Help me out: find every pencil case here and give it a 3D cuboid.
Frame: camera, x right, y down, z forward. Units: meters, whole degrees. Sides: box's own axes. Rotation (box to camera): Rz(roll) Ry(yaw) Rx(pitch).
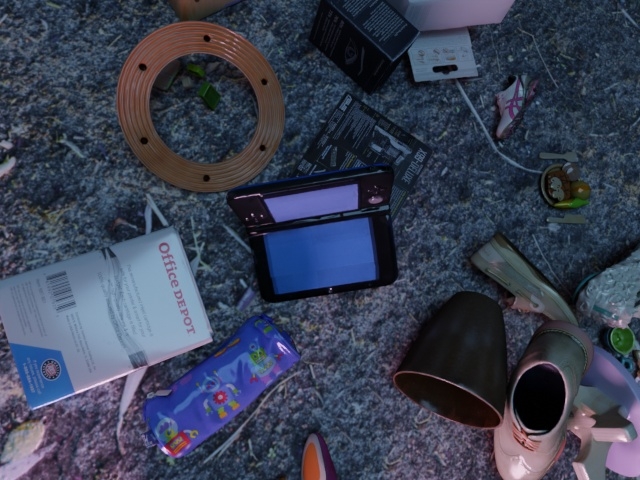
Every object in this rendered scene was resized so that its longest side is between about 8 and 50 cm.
[{"bbox_3d":[-0.187,0.264,0.835,0.306,0.119,0.133,-37,108,-16],"label":"pencil case"}]

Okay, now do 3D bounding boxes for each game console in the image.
[{"bbox_3d":[0.000,0.000,0.836,0.294,0.250,0.173,-10,74,2],"label":"game console"}]

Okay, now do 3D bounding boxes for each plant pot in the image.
[{"bbox_3d":[0.293,0.228,0.919,0.216,0.215,0.230,34,60,-5],"label":"plant pot"}]

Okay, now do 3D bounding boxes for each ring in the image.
[{"bbox_3d":[-0.236,-0.268,0.913,0.337,0.032,0.336,-5,103,-23],"label":"ring"}]

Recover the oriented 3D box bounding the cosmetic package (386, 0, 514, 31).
[{"bbox_3d":[0.262,-0.686,1.071,0.285,0.097,0.376,-12,71,-16],"label":"cosmetic package"}]

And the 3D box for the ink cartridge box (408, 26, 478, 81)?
[{"bbox_3d":[0.280,-0.498,1.105,0.181,0.056,0.224,-11,87,-14],"label":"ink cartridge box"}]

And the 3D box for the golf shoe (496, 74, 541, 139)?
[{"bbox_3d":[0.478,-0.336,1.117,0.086,0.067,0.186,26,75,21],"label":"golf shoe"}]

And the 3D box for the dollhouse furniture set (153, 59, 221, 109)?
[{"bbox_3d":[-0.296,-0.342,0.966,0.152,0.058,0.076,24,83,12],"label":"dollhouse furniture set"}]

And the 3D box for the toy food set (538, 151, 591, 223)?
[{"bbox_3d":[0.620,-0.138,1.119,0.133,0.038,0.191,-1,81,-12],"label":"toy food set"}]

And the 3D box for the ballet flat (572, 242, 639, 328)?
[{"bbox_3d":[0.748,0.098,1.021,0.409,0.147,0.146,-22,86,-26],"label":"ballet flat"}]

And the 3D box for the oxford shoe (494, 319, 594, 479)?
[{"bbox_3d":[0.401,0.346,0.862,0.147,0.141,0.396,-23,123,-45],"label":"oxford shoe"}]

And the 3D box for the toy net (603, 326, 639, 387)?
[{"bbox_3d":[0.756,0.314,1.069,0.232,0.045,0.122,44,75,-2],"label":"toy net"}]

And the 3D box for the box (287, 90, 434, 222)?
[{"bbox_3d":[0.074,-0.138,0.983,0.243,0.076,0.307,32,76,-6],"label":"box"}]

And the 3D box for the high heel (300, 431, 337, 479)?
[{"bbox_3d":[0.034,0.504,0.879,0.117,0.082,0.243,5,64,-40],"label":"high heel"}]

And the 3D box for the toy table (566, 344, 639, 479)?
[{"bbox_3d":[0.559,0.373,0.932,0.161,0.252,0.274,-9,64,-29],"label":"toy table"}]

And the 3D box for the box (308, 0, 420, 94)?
[{"bbox_3d":[0.094,-0.463,1.004,0.207,0.153,0.108,41,74,-4],"label":"box"}]

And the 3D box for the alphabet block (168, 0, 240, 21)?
[{"bbox_3d":[-0.262,-0.622,0.931,0.193,0.197,0.193,-35,89,-15],"label":"alphabet block"}]

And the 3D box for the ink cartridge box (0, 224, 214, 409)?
[{"bbox_3d":[-0.376,0.132,0.813,0.308,0.129,0.223,-19,85,-14],"label":"ink cartridge box"}]

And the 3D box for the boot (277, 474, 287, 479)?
[{"bbox_3d":[-0.179,0.524,0.807,0.281,0.096,0.263,-26,86,-16],"label":"boot"}]

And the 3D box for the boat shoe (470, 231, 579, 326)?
[{"bbox_3d":[0.471,0.111,1.022,0.302,0.109,0.098,41,111,-14],"label":"boat shoe"}]
